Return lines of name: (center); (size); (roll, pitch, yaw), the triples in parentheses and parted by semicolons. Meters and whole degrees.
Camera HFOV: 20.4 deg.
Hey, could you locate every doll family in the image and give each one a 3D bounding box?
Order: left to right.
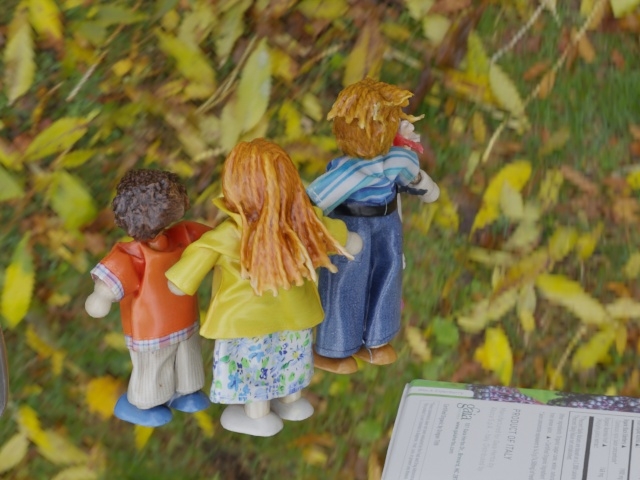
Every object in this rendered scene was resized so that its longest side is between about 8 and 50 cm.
doll family: (0.000, 0.000, 0.951); (0.118, 0.263, 0.163); (19, 119, 37)

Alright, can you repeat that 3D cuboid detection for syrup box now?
syrup box: (0.147, 0.130, 0.765); (0.237, 0.096, 0.093); (3, 116, 10)

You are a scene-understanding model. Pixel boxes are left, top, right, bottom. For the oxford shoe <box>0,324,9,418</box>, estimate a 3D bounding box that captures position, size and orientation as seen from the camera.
oxford shoe: (-0.247, 0.022, 1.176); (0.076, 0.076, 0.212); (-17, 92, 13)
